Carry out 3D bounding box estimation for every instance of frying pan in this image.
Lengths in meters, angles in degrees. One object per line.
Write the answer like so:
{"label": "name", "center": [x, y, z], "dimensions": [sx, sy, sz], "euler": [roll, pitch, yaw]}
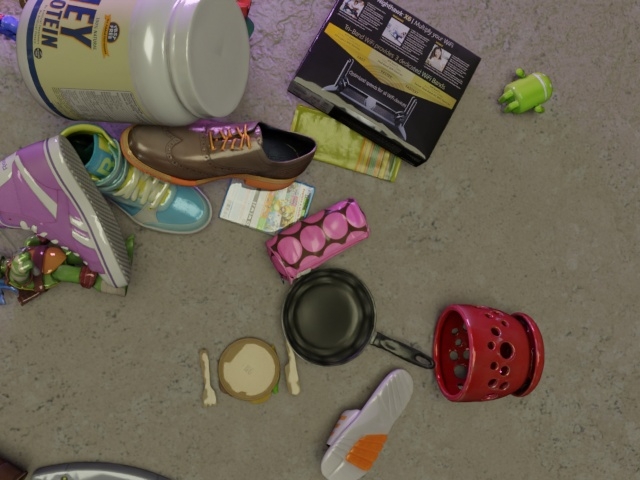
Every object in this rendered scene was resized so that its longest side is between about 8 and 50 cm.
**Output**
{"label": "frying pan", "center": [0.077, 0.156, 1.515], "dimensions": [0.326, 0.053, 0.197], "euler": [4, 85, -17]}

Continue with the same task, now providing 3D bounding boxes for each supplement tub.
{"label": "supplement tub", "center": [-0.305, -0.311, 1.249], "dimensions": [0.324, 0.235, 0.236], "euler": [6, 90, 22]}

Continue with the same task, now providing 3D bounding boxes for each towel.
{"label": "towel", "center": [0.054, -0.197, 1.520], "dimensions": [0.237, 0.021, 0.102], "euler": [15, 88, -9]}

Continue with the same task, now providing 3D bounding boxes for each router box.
{"label": "router box", "center": [0.126, -0.328, 1.486], "dimensions": [0.308, 0.081, 0.243], "euler": [30, 82, -7]}

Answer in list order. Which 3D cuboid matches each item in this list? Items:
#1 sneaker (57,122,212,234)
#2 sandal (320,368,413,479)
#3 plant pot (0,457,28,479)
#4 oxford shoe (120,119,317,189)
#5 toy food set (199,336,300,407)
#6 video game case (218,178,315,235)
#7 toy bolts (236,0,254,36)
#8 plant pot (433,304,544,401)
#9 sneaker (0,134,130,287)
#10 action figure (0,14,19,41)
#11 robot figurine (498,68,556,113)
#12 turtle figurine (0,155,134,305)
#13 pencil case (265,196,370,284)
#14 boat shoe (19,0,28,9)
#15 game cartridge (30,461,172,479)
{"label": "sneaker", "center": [-0.343, -0.104, 1.364], "dimensions": [0.319, 0.208, 0.127], "euler": [26, 85, -9]}
{"label": "sandal", "center": [0.090, 0.370, 1.515], "dimensions": [0.265, 0.076, 0.102], "euler": [-49, 114, -19]}
{"label": "plant pot", "center": [-0.652, 0.435, 1.358], "dimensions": [0.165, 0.167, 0.167], "euler": [40, 85, 0]}
{"label": "oxford shoe", "center": [-0.175, -0.177, 1.362], "dimensions": [0.363, 0.132, 0.130], "euler": [0, 69, -35]}
{"label": "toy food set", "center": [-0.142, 0.260, 1.495], "dimensions": [0.192, 0.038, 0.133], "euler": [-7, 85, -4]}
{"label": "video game case", "center": [-0.106, -0.076, 1.500], "dimensions": [0.166, 0.015, 0.119], "euler": [18, 88, -9]}
{"label": "toy bolts", "center": [-0.233, -0.437, 1.439], "dimensions": [0.228, 0.158, 0.218], "euler": [15, 48, 1]}
{"label": "plant pot", "center": [0.336, 0.225, 1.489], "dimensions": [0.174, 0.191, 0.191], "euler": [4, 91, -12]}
{"label": "sneaker", "center": [-0.435, -0.025, 1.254], "dimensions": [0.161, 0.102, 0.282], "euler": [-23, 113, 2]}
{"label": "action figure", "center": [-0.577, -0.358, 1.375], "dimensions": [0.280, 0.091, 0.139], "euler": [26, 71, -8]}
{"label": "robot figurine", "center": [0.427, -0.304, 1.553], "dimensions": [0.115, 0.067, 0.101], "euler": [-25, 83, -8]}
{"label": "turtle figurine", "center": [-0.474, -0.001, 1.353], "dimensions": [0.266, 0.198, 0.275], "euler": [7, 94, -12]}
{"label": "pencil case", "center": [0.000, 0.000, 1.469], "dimensions": [0.209, 0.095, 0.098], "euler": [-31, 54, -13]}
{"label": "boat shoe", "center": [-0.459, -0.507, 1.394], "dimensions": [0.095, 0.095, 0.257], "euler": [37, 78, -13]}
{"label": "game cartridge", "center": [-0.414, 0.531, 1.446], "dimensions": [0.294, 0.060, 0.196], "euler": [11, 93, -9]}
